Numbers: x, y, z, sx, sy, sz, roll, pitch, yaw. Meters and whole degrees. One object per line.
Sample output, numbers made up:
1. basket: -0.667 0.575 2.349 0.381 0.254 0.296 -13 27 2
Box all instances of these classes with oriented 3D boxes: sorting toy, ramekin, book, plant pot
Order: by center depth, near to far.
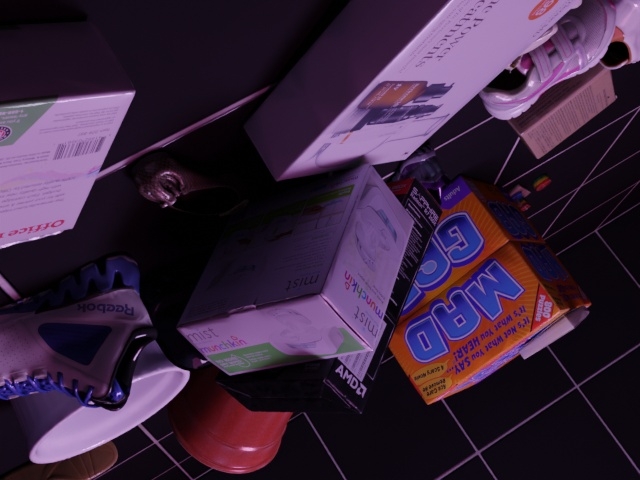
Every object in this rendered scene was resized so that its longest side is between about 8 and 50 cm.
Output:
1. ramekin: -0.364 0.229 1.371 0.277 0.135 0.277 -30 162 -11
2. plant pot: -0.150 0.301 1.790 0.272 0.272 0.265 -15 147 -47
3. book: 0.502 0.197 1.820 0.096 0.035 0.144 -18 158 -49
4. sorting toy: 0.487 -0.079 2.235 0.274 0.046 0.132 -39 162 18

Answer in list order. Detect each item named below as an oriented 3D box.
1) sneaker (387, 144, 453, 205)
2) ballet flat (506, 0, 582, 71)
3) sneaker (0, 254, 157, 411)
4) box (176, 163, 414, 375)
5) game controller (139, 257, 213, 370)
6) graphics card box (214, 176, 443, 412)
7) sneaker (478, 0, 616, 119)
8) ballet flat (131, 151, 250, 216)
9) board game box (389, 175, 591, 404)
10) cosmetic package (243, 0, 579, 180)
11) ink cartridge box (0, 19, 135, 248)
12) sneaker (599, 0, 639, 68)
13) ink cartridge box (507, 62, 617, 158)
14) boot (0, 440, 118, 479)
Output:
1. sneaker: 0.171 -0.077 1.572 0.083 0.098 0.224 -26 161 -24
2. ballet flat: 0.316 -0.331 1.181 0.091 0.077 0.241 -17 156 -42
3. sneaker: -0.353 0.166 1.139 0.315 0.182 0.127 -30 161 -13
4. box: -0.034 0.043 1.154 0.262 0.127 0.231 -16 -141 37
5. game controller: -0.131 0.094 1.371 0.319 0.166 0.067 -21 163 -36
6. graphics card box: 0.018 0.079 1.269 0.233 0.094 0.371 -8 -135 43
7. sneaker: 0.347 -0.285 1.320 0.252 0.103 0.111 -42 163 24
8. ballet flat: -0.156 -0.058 1.096 0.084 0.058 0.250 -37 163 12
9. board game box: 0.341 0.110 1.955 0.356 0.356 0.356 -40 162 21
10. cosmetic package: 0.121 -0.229 1.044 0.284 0.097 0.377 -18 161 -49
11. ink cartridge box: -0.278 -0.084 0.748 0.154 0.093 0.212 -17 155 -41
12. sneaker: 0.525 -0.345 1.450 0.290 0.106 0.123 10 116 -52
13. ink cartridge box: 0.444 -0.261 1.586 0.193 0.088 0.234 -39 162 13
14. boot: -0.578 0.531 1.870 0.262 0.095 0.203 -23 160 -26
